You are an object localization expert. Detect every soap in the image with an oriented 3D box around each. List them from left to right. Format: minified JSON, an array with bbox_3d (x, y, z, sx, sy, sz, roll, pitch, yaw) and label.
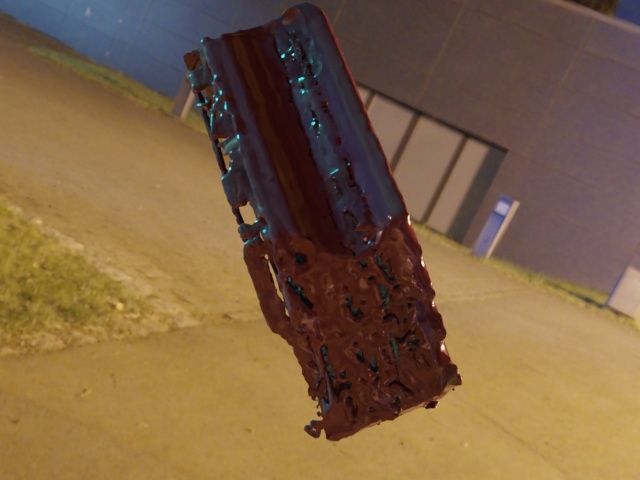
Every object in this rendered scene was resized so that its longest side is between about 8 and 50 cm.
[{"bbox_3d":[0.000,0.000,0.517,0.162,0.099,0.250,82,-10,-69],"label":"soap"}]
